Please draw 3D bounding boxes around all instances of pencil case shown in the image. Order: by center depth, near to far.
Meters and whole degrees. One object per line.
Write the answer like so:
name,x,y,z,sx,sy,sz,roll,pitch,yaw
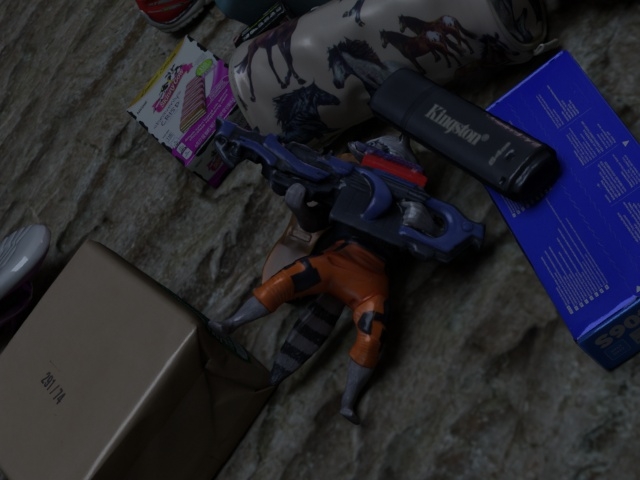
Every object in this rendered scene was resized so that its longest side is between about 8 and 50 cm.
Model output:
pencil case,0.088,-0.242,1.523,0.410,0.184,0.160,-20,17,30

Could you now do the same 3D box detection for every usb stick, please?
usb stick,0.156,-0.125,1.340,0.077,0.045,0.278,-42,43,-8

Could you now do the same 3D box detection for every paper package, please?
paper package,-0.268,0.201,1.521,0.324,0.168,0.310,30,84,49

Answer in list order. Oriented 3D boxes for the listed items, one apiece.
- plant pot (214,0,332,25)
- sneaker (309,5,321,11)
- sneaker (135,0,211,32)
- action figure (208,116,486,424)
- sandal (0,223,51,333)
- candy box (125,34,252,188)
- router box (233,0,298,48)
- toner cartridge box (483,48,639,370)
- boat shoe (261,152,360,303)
plant pot,-0.047,-0.437,1.726,0.252,0.247,0.248,-55,39,22
sneaker,0.081,-0.323,1.632,0.212,0.094,0.080,-17,51,33
sneaker,-0.200,-0.473,1.966,0.279,0.118,0.107,-51,41,-4
action figure,0.000,0.000,1.401,0.341,0.178,0.330,30,73,8
sandal,-0.523,0.103,1.876,0.416,0.102,0.169,-33,28,38
candy box,-0.183,-0.200,1.798,0.159,0.071,0.233,-51,41,1
router box,-0.051,-0.272,1.693,0.092,0.122,0.038,-38,39,15
toner cartridge box,0.284,-0.043,1.270,0.165,0.075,0.348,-38,43,16
boat shoe,-0.003,-0.014,1.505,0.073,0.073,0.207,33,87,27
